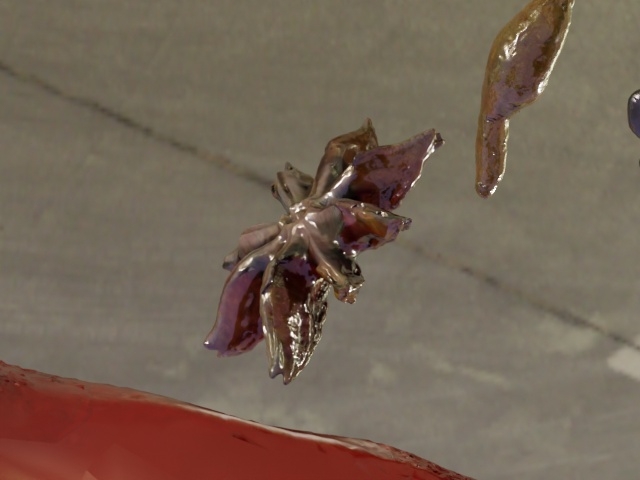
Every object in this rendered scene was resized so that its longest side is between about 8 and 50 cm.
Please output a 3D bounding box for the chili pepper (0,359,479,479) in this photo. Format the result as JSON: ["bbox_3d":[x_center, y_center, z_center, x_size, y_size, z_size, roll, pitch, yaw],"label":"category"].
[{"bbox_3d":[-0.055,0.086,0.419,0.387,0.110,0.110,9,134,-11],"label":"chili pepper"}]

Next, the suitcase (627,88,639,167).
[{"bbox_3d":[0.468,-0.235,1.502,0.339,0.188,0.345,-3,104,11],"label":"suitcase"}]

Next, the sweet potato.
[{"bbox_3d":[0.210,-0.172,1.680,0.074,0.075,0.269,14,111,-20],"label":"sweet potato"}]

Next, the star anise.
[{"bbox_3d":[0.000,0.000,1.345,0.088,0.288,0.288,40,121,-22],"label":"star anise"}]
